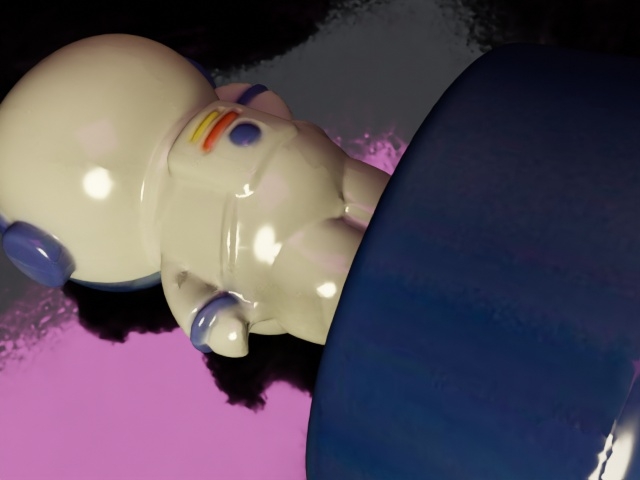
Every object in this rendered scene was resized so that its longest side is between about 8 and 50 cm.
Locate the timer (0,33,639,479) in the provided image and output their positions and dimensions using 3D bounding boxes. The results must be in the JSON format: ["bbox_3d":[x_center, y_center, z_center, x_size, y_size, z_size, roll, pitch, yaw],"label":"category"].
[{"bbox_3d":[0.000,0.000,0.497,0.383,0.270,0.270,22,75,21],"label":"timer"}]
